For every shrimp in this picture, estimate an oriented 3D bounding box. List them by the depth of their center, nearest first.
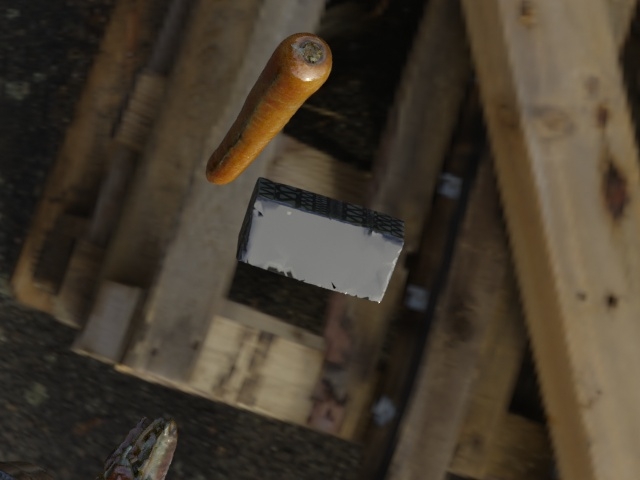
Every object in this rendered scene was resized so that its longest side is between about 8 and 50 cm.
[{"bbox_3d":[-0.167,0.244,1.227,0.061,0.145,0.267,32,70,-9],"label":"shrimp"}]

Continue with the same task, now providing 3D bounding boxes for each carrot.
[{"bbox_3d":[-0.038,-0.080,1.133,0.037,0.190,0.037,9,63,-18],"label":"carrot"}]

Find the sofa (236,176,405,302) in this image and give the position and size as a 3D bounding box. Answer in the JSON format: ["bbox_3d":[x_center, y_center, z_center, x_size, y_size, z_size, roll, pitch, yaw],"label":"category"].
[{"bbox_3d":[0.000,0.000,1.281,0.118,0.039,0.060,17,115,-7],"label":"sofa"}]

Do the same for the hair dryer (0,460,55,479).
[{"bbox_3d":[-0.187,0.249,1.112,0.071,0.124,0.219,-19,82,0],"label":"hair dryer"}]
